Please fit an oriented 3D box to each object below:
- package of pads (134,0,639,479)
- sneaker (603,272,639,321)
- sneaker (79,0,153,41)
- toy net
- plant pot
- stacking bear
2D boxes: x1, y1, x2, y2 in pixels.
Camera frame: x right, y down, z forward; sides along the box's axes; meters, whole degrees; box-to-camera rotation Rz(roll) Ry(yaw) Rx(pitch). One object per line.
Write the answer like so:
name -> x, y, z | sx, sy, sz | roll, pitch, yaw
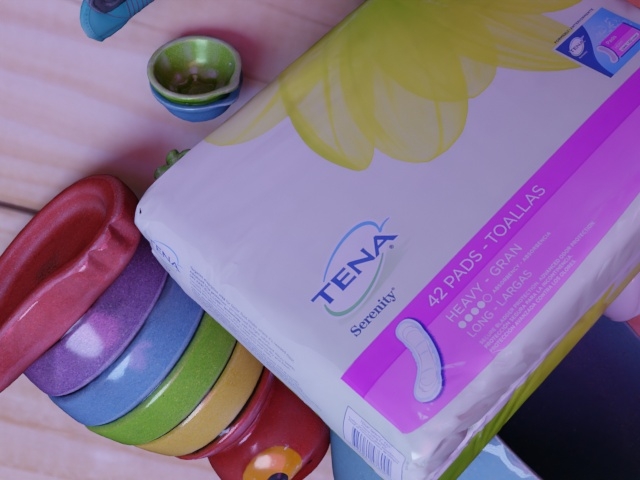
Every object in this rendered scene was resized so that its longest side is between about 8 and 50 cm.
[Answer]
package of pads -> 0.068, -0.036, 0.479 | 0.296, 0.229, 0.101 | -44, 151, -15
sneaker -> 0.209, -0.050, 0.646 | 0.094, 0.090, 0.235 | -7, 96, -8
sneaker -> -0.083, -0.198, 0.545 | 0.295, 0.124, 0.178 | 31, 106, -19
toy net -> -0.005, -0.097, 0.591 | 0.232, 0.122, 0.045 | -5, 141, -5
plant pot -> 0.119, 0.148, 0.622 | 0.290, 0.290, 0.195 | 31, 120, -15
stacking bear -> -0.104, 0.098, 0.629 | 0.175, 0.164, 0.289 | -44, 119, 7
